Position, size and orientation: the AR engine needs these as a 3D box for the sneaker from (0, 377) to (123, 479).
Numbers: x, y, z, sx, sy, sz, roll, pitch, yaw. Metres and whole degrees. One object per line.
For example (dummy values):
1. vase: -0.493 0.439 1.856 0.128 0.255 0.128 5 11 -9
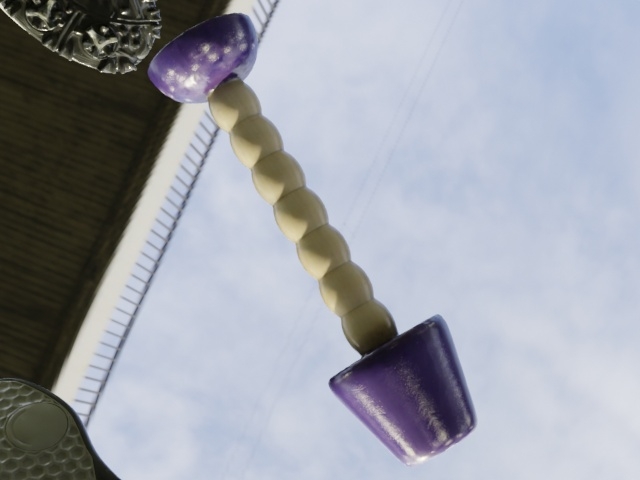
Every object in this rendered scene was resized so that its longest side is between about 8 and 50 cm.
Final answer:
1. sneaker: -0.184 0.217 0.765 0.226 0.163 0.086 38 -128 26

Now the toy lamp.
1. toy lamp: 0.000 0.000 0.599 0.080 0.080 0.275 -30 -97 2

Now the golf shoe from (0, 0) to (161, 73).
1. golf shoe: -0.168 -0.170 0.562 0.198 0.094 0.077 43 -93 -16
